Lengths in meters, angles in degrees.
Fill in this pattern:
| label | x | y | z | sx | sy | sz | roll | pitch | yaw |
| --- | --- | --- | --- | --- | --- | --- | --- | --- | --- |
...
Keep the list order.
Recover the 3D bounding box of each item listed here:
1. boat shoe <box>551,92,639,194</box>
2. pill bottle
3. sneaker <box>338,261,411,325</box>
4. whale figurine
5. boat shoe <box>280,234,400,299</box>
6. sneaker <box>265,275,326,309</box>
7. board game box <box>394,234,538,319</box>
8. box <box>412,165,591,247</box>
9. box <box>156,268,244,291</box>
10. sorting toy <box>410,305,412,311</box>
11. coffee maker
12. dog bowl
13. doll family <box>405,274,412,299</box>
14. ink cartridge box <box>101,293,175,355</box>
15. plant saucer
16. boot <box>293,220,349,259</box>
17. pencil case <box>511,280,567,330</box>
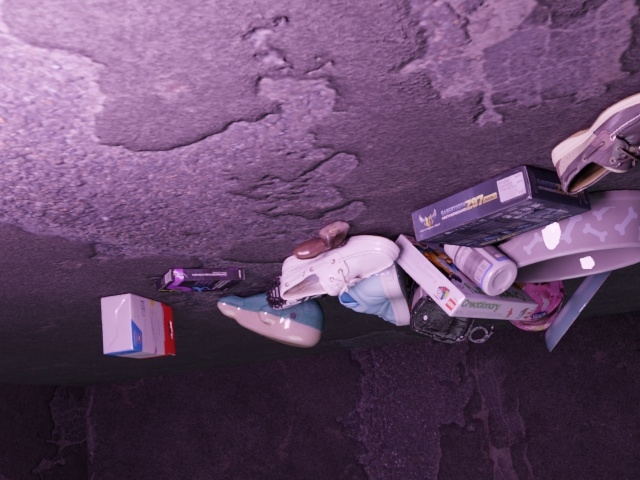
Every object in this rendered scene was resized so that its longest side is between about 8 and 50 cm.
| label | x | y | z | sx | sy | sz | roll | pitch | yaw |
| --- | --- | --- | --- | --- | --- | --- | --- | --- | --- |
| boat shoe | 0.380 | -0.121 | 0.891 | 0.080 | 0.074 | 0.223 | -2 | 165 | -17 |
| pill bottle | 0.302 | 0.037 | 1.328 | 0.078 | 0.137 | 0.078 | -17 | 130 | -22 |
| sneaker | 0.120 | 0.111 | 1.577 | 0.150 | 0.135 | 0.366 | -9 | 155 | 10 |
| whale figurine | -0.119 | 0.177 | 1.768 | 0.271 | 0.141 | 0.216 | 16 | 168 | 10 |
| boat shoe | 0.033 | 0.067 | 1.365 | 0.277 | 0.096 | 0.098 | -19 | 134 | 38 |
| sneaker | -0.037 | 0.110 | 1.585 | 0.106 | 0.078 | 0.234 | 6 | 159 | -34 |
| board game box | 0.297 | 0.080 | 1.420 | 0.305 | 0.193 | 0.053 | 9 | 121 | -47 |
| box | 0.299 | -0.049 | 1.163 | 0.183 | 0.059 | 0.232 | 6 | 160 | -40 |
| box | -0.258 | 0.086 | 1.490 | 0.162 | 0.029 | 0.116 | 0 | 164 | -28 |
| sorting toy | 0.360 | 0.178 | 2.093 | 0.274 | 0.046 | 0.132 | -9 | 165 | 8 |
| coffee maker | 0.273 | 0.138 | 1.520 | 0.171 | 0.178 | 0.120 | 37 | 115 | -12 |
| dog bowl | 0.496 | 0.004 | 1.378 | 0.348 | 0.102 | 0.349 | -7 | 166 | -2 |
| doll family | 0.257 | 0.119 | 1.781 | 0.192 | 0.076 | 0.111 | -6 | 171 | 18 |
| ink cartridge box | -0.436 | 0.213 | 1.687 | 0.077 | 0.134 | 0.231 | -11 | 165 | 11 |
| plant saucer | 0.683 | 0.156 | 1.829 | 0.317 | 0.043 | 0.318 | -45 | 159 | -23 |
| boot | 0.000 | 0.000 | 1.257 | 0.106 | 0.037 | 0.114 | -19 | 169 | -4 |
| pencil case | 0.577 | 0.159 | 1.912 | 0.160 | 0.167 | 0.386 | -43 | 160 | 4 |
